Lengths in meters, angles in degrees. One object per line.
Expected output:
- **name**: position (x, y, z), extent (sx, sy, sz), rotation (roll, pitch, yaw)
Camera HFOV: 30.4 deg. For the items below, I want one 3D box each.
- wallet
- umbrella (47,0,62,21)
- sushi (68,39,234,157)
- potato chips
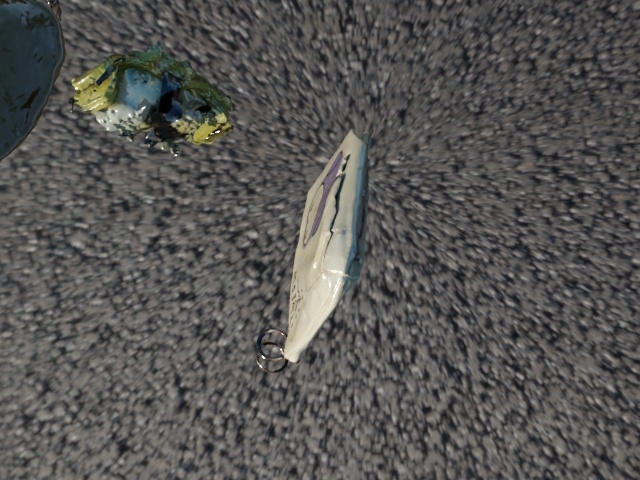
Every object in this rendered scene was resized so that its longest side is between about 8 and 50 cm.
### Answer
- **wallet**: position (0.002, 0.002, 1.693), extent (0.068, 0.275, 0.335), rotation (19, 56, -15)
- **umbrella**: position (-0.281, -0.251, 1.232), extent (0.022, 0.122, 0.013), rotation (39, 80, 9)
- **sushi**: position (-0.250, -0.220, 1.842), extent (0.139, 0.291, 0.131), rotation (-26, 60, 35)
- **potato chips**: position (-0.332, -0.149, 1.100), extent (0.150, 0.049, 0.201), rotation (29, 74, -26)
